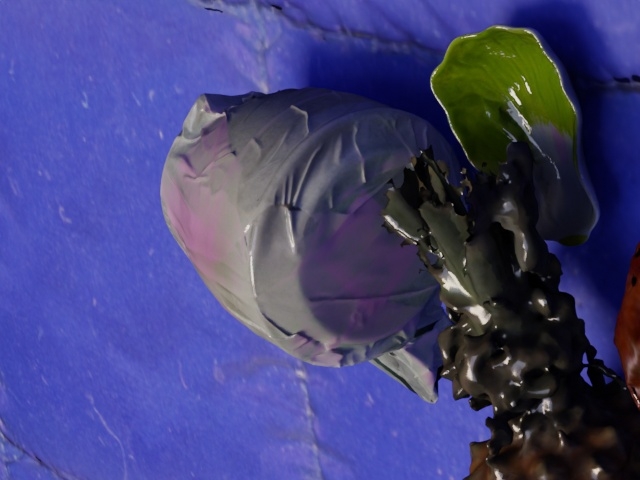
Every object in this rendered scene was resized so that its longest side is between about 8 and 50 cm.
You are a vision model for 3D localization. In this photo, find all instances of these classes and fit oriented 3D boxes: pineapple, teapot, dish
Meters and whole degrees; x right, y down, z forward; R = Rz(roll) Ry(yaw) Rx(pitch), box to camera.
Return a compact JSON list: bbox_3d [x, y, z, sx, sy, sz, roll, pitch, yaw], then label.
[{"bbox_3d":[0.138,0.114,1.020,0.175,0.175,0.361,3,115,49],"label":"pineapple"},{"bbox_3d":[0.005,-0.014,1.142,0.178,0.221,0.163,28,94,49],"label":"teapot"},{"bbox_3d":[0.126,-0.064,1.025,0.091,0.039,0.137,-18,102,47],"label":"dish"}]

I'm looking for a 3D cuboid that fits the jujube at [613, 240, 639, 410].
[{"bbox_3d":[0.257,0.066,0.849,0.243,0.183,0.183,35,137,20],"label":"jujube"}]
